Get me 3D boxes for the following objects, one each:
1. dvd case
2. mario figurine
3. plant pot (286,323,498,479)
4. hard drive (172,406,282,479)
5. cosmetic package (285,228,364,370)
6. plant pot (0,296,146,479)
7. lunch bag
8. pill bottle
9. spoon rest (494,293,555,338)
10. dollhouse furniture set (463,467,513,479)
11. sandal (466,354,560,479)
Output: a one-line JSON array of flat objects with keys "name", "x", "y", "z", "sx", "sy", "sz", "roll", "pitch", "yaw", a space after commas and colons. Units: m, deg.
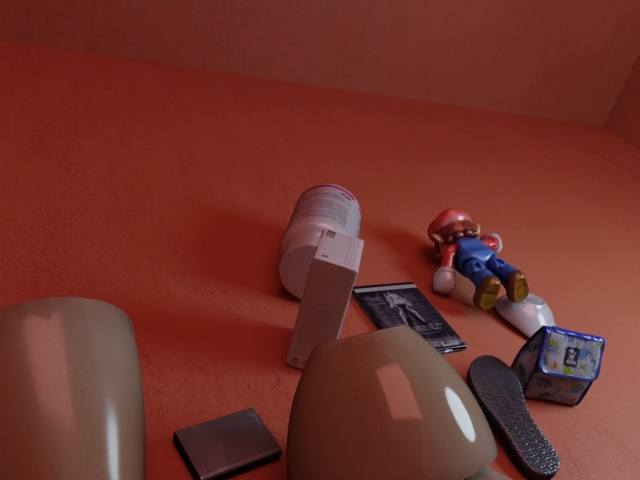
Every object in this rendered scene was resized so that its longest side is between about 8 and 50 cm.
[{"name": "dvd case", "x": 0.182, "y": 0.163, "z": 1.357, "sx": 0.164, "sy": 0.018, "sz": 0.221, "roll": -3, "pitch": 35, "yaw": -28}, {"name": "mario figurine", "x": 0.361, "y": 0.056, "z": 1.543, "sx": 0.198, "sy": 0.170, "sz": 0.321, "roll": 25, "pitch": 21, "yaw": -31}, {"name": "plant pot", "x": 0.077, "y": 0.221, "z": 0.877, "sx": 0.284, "sy": 0.284, "sz": 0.191, "roll": -7, "pitch": 80, "yaw": -35}, {"name": "hard drive", "x": -0.137, "y": 0.303, "z": 0.951, "sx": 0.135, "sy": 0.022, "sz": 0.094, "roll": -8, "pitch": 37, "yaw": -37}, {"name": "cosmetic package", "x": 0.008, "y": 0.111, "z": 1.141, "sx": 0.085, "sy": 0.231, "sz": 0.117, "roll": 17, "pitch": 30, "yaw": 1}, {"name": "plant pot", "x": -0.312, "y": 0.254, "z": 0.764, "sx": 0.256, "sy": 0.257, "sz": 0.274, "roll": -6, "pitch": 52, "yaw": -34}, {"name": "lunch bag", "x": 0.458, "y": 0.235, "z": 1.235, "sx": 0.128, "sy": 0.151, "sz": 0.096, "roll": 12, "pitch": 29, "yaw": -9}, {"name": "pill bottle", "x": 0.000, "y": 0.000, "z": 1.402, "sx": 0.160, "sy": 0.161, "sz": 0.283, "roll": 16, "pitch": 29, "yaw": 0}, {"name": "spoon rest", "x": 0.496, "y": 0.192, "z": 1.424, "sx": 0.137, "sy": 0.084, "sz": 0.276, "roll": 3, "pitch": 18, "yaw": -25}, {"name": "dollhouse furniture set", "x": 0.179, "y": 0.418, "z": 0.767, "sx": 0.212, "sy": 0.161, "sz": 0.242, "roll": 23, "pitch": 30, "yaw": 13}, {"name": "sandal", "x": 0.329, "y": 0.315, "z": 1.146, "sx": 0.097, "sy": 0.055, "sz": 0.255, "roll": -1, "pitch": 42, "yaw": -15}]
